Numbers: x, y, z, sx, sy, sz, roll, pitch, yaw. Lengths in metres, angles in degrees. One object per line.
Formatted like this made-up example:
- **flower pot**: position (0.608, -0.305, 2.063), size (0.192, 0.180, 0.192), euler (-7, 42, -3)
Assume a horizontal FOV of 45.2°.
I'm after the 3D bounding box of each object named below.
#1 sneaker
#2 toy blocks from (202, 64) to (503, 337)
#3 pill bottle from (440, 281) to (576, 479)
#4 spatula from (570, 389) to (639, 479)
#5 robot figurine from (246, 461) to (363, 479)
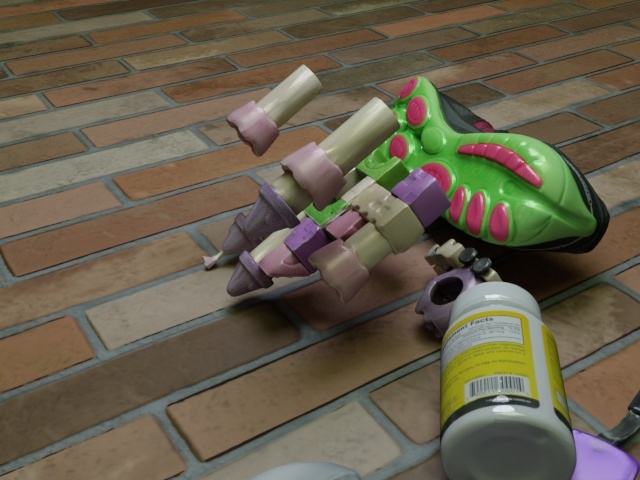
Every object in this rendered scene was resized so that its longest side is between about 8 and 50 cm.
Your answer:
- **sneaker**: position (0.219, -0.095, 1.110), size (0.202, 0.185, 0.483), euler (22, 16, -30)
- **toy blocks**: position (0.000, 0.000, 0.921), size (0.260, 0.309, 0.288), euler (-41, 29, -3)
- **pill bottle**: position (0.177, 0.139, 0.753), size (0.119, 0.119, 0.208), euler (5, 33, 6)
- **spatula**: position (0.311, 0.181, 0.774), size (0.084, 0.030, 0.296), euler (22, 38, 38)
- **robot figurine**: position (0.042, 0.269, 0.474), size (0.353, 0.200, 0.300), euler (21, 11, 27)
